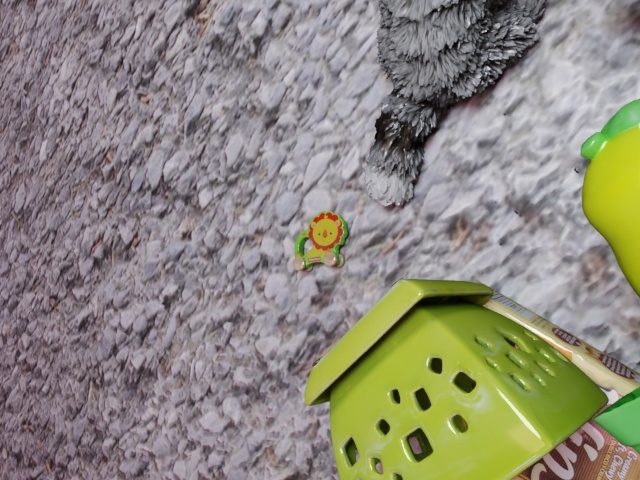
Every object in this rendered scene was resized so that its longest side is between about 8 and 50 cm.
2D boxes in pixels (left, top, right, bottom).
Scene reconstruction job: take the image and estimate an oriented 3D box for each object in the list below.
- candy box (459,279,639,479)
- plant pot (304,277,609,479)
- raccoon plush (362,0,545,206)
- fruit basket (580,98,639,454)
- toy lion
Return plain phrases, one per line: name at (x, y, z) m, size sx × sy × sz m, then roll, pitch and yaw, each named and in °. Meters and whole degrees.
candy box at (0.280, 0.207, 0.659) m, size 0.317 × 0.088 × 0.182 m, roll 33°, pitch 107°, yaw 29°
plant pot at (0.132, 0.170, 0.574) m, size 0.227 × 0.228 × 0.207 m, roll -50°, pitch 59°, yaw 24°
raccoon plush at (0.128, -0.257, 0.636) m, size 0.216 × 0.299 × 0.445 m, roll 15°, pitch 97°, yaw 31°
fruit basket at (0.388, 0.035, 0.421) m, size 0.392 × 0.283 × 0.391 m, roll 13°, pitch 106°, yaw 51°
toy lion at (0.000, 0.000, 0.871) m, size 0.100 × 0.034 × 0.095 m, roll -10°, pitch 77°, yaw 32°
